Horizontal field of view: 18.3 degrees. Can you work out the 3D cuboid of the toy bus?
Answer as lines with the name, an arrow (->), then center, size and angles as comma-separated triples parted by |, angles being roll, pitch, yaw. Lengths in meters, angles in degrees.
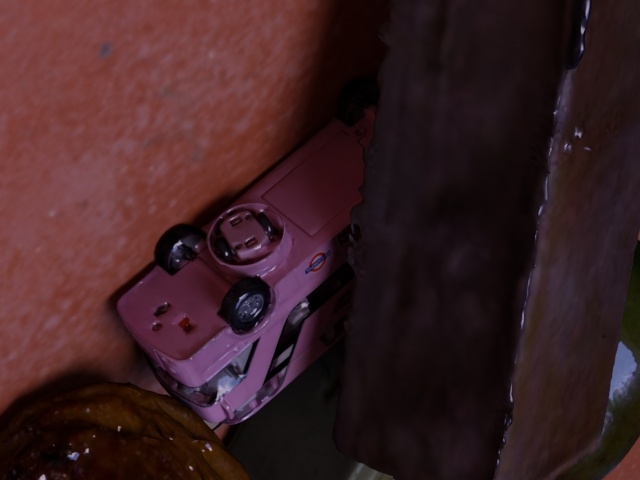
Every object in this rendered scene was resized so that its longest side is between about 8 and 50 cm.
toy bus -> 0.000, 0.000, 0.944 | 0.203, 0.063, 0.090 | -40, 144, -16

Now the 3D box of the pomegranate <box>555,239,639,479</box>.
pomegranate -> 0.131, 0.066, 1.109 | 0.152, 0.131, 0.191 | -54, 168, -4

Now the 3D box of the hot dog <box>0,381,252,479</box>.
hot dog -> -0.099, 0.172, 0.945 | 0.160, 0.099, 0.227 | 2, 123, 3

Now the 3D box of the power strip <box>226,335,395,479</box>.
power strip -> -0.045, 0.203, 1.056 | 0.066, 0.092, 0.387 | 9, 115, -49

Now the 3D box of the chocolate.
chocolate -> 0.091, -0.045, 0.874 | 0.112, 0.112, 0.321 | -15, 118, -47
